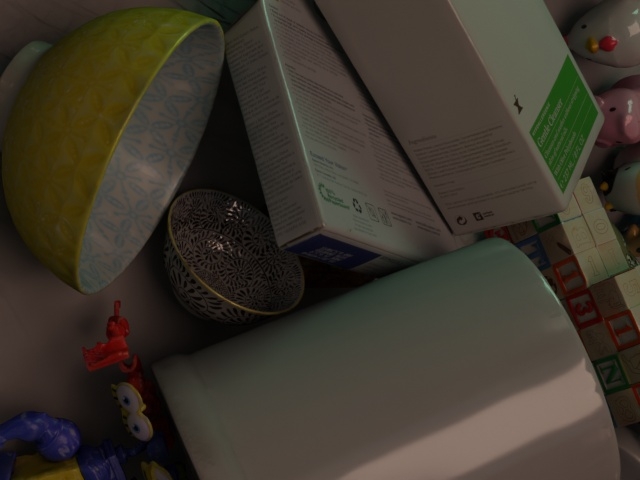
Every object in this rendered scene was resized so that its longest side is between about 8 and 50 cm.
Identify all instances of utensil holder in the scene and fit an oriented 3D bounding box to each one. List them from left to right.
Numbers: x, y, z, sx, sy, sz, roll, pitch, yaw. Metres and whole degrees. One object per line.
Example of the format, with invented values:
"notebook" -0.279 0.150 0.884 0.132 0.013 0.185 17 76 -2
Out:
"utensil holder" 0.064 0.204 1.455 0.385 0.327 0.327 -22 109 -8

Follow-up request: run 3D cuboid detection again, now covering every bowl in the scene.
"bowl" -0.225 -0.110 1.369 0.156 0.289 0.289 26 74 8
"bowl" -0.109 0.034 1.524 0.170 0.080 0.170 28 35 -22

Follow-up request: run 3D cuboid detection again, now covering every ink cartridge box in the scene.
"ink cartridge box" 0.021 -0.122 1.537 0.324 0.071 0.330 18 51 -57

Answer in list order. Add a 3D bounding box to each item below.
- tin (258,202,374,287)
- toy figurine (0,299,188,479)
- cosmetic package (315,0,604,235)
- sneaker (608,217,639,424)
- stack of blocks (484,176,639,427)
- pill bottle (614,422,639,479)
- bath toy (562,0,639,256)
"tin" 0.000 0.000 1.651 0.190 0.040 0.106 2 97 -38
"toy figurine" -0.247 0.265 1.455 0.217 0.191 0.362 -18 116 -4
"cosmetic package" 0.150 -0.211 1.564 0.365 0.155 0.197 57 41 -25
"sneaker" 0.456 0.117 1.860 0.182 0.158 0.410 -22 75 -27
"stack of blocks" 0.335 0.078 1.754 0.087 0.171 0.297 -17 82 -40
"pill bottle" 0.474 0.213 1.964 0.264 0.153 0.153 -48 120 -24
"bath toy" 0.403 -0.153 1.899 0.129 0.151 0.348 -13 107 6
